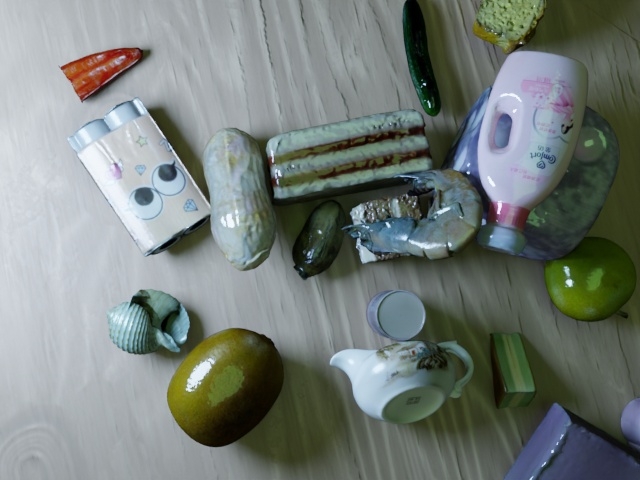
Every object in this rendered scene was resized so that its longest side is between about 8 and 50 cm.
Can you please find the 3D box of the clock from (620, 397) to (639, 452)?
[{"bbox_3d":[0.792,0.337,1.297,0.275,0.080,0.291,10,83,-3],"label":"clock"}]

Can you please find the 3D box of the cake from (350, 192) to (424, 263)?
[{"bbox_3d":[0.142,-0.022,1.271,0.147,0.134,0.135,-13,88,6],"label":"cake"}]

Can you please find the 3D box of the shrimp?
[{"bbox_3d":[0.164,-0.055,1.103,0.075,0.289,0.178,34,72,-31],"label":"shrimp"}]

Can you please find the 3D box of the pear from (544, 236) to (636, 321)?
[{"bbox_3d":[0.565,0.097,1.277,0.180,0.166,0.216,-45,111,-19],"label":"pear"}]

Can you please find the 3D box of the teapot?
[{"bbox_3d":[0.173,0.271,1.226,0.297,0.204,0.139,2,40,-19],"label":"teapot"}]

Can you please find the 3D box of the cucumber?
[{"bbox_3d":[0.216,-0.403,1.347,0.056,0.056,0.285,-10,81,-4],"label":"cucumber"}]

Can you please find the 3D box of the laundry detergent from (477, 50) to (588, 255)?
[{"bbox_3d":[0.341,-0.144,1.040,0.158,0.088,0.336,16,87,17],"label":"laundry detergent"}]

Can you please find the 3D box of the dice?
[{"bbox_3d":[0.393,-0.130,1.221,0.271,0.270,0.270,24,84,0],"label":"dice"}]

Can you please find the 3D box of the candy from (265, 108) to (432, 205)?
[{"bbox_3d":[0.047,-0.164,1.252,0.320,0.179,0.135,-10,87,-4],"label":"candy"}]

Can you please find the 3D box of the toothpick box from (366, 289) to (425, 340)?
[{"bbox_3d":[0.148,0.149,1.241,0.098,0.149,0.099,0,85,-3],"label":"toothpick box"}]

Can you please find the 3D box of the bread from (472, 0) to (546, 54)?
[{"bbox_3d":[0.406,-0.512,1.325,0.143,0.139,0.229,23,83,1],"label":"bread"}]

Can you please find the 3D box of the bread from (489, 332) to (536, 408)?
[{"bbox_3d":[0.400,0.275,1.313,0.073,0.084,0.139,-4,54,-3],"label":"bread"}]

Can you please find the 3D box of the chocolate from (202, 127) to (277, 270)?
[{"bbox_3d":[-0.162,-0.091,1.225,0.134,0.134,0.310,-10,67,-4],"label":"chocolate"}]

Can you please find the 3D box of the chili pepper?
[{"bbox_3d":[-0.451,-0.365,1.302,0.168,0.065,0.088,-30,88,-9],"label":"chili pepper"}]

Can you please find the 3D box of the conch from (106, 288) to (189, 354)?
[{"bbox_3d":[-0.349,0.164,1.236,0.153,0.102,0.135,30,70,-33],"label":"conch"}]

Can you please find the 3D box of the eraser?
[{"bbox_3d":[-0.366,-0.128,1.268,0.171,0.087,0.291,-34,87,-11],"label":"eraser"}]

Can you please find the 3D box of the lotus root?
[{"bbox_3d":[0.000,0.000,1.281,0.089,0.080,0.179,23,78,21],"label":"lotus root"}]

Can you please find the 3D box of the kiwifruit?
[{"bbox_3d":[-0.177,0.276,1.191,0.234,0.196,0.196,-43,88,-11],"label":"kiwifruit"}]

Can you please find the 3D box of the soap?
[{"bbox_3d":[0.526,0.524,1.226,0.296,0.107,0.286,32,95,0],"label":"soap"}]
